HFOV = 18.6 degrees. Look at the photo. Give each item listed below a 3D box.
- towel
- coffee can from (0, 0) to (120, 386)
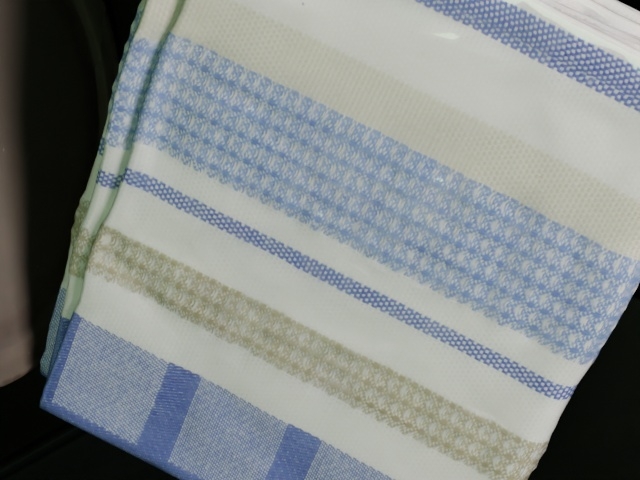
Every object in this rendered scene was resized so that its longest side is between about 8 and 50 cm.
[{"bbox_3d":[0.009,0.001,0.741,0.209,0.034,0.285,26,127,7],"label":"towel"},{"bbox_3d":[-0.253,-0.049,0.847,0.275,0.201,0.201,5,118,23],"label":"coffee can"}]
